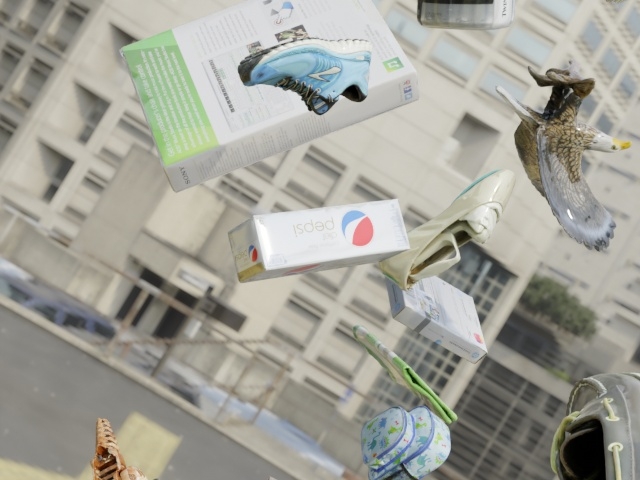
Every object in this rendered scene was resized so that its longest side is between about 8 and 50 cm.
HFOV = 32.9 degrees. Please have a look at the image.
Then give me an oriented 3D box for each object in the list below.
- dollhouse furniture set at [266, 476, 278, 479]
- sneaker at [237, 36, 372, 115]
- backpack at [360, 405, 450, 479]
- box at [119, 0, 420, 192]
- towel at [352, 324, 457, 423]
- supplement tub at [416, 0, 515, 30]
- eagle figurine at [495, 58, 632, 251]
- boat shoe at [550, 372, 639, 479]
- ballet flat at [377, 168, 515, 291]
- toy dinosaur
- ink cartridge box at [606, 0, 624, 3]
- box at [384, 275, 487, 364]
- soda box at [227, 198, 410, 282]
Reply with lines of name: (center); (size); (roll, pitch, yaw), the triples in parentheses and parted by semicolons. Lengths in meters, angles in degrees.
dollhouse furniture set: (-0.127, 0.398, 1.505); (0.174, 0.303, 0.355); (33, 17, -20)
sneaker: (-0.008, -0.162, 1.082); (0.162, 0.073, 0.063); (-9, 2, -37)
backpack: (0.113, 0.277, 1.465); (0.084, 0.114, 0.105); (48, 19, -24)
box: (-0.068, -0.208, 1.346); (0.058, 0.322, 0.232); (76, -8, -52)
towel: (0.100, 0.166, 1.348); (0.113, 0.023, 0.152); (46, -4, -26)
supplement tub: (0.285, -0.570, 2.090); (0.194, 0.316, 0.193); (1, 16, 0)
eagle figurine: (0.427, -0.149, 1.894); (0.225, 0.298, 0.226); (21, 26, 39)
boat shoe: (0.251, 0.184, 0.932); (0.091, 0.109, 0.305); (8, 13, -2)
ballet flat: (0.203, -0.009, 1.616); (0.086, 0.248, 0.086); (55, 1, -1)
toy dinosaur: (-0.306, 0.433, 1.783); (0.164, 0.322, 0.218); (-11, -34, 13)
ink cartridge box: (0.415, -0.489, 1.571); (0.283, 0.117, 0.207); (31, -19, -25)
box: (0.194, 0.114, 1.846); (0.186, 0.038, 0.145); (29, 30, -25)
soda box: (0.000, 0.000, 1.335); (0.216, 0.069, 0.074); (-7, -11, -32)
